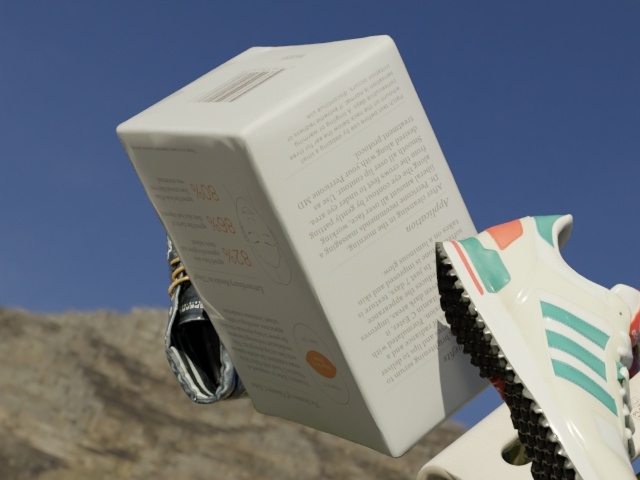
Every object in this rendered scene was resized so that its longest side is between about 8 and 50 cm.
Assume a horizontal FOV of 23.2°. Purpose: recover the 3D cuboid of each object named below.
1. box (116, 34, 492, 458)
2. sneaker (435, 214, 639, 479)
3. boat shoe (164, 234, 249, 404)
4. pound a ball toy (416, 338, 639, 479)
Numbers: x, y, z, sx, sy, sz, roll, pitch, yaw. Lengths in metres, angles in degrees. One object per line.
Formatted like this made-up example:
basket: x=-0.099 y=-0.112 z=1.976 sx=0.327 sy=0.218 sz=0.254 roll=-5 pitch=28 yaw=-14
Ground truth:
box: x=0.000 y=0.000 z=0.741 sx=0.130 sy=0.091 sz=0.170 roll=8 pitch=-52 yaw=57
sneaker: x=0.110 y=0.053 z=0.635 sx=0.075 sy=0.161 sz=0.057 roll=-22 pitch=-32 yaw=-10
boat shoe: x=-0.083 y=0.028 z=1.129 sx=0.065 sy=0.183 sz=0.083 roll=-18 pitch=-4 yaw=19
pound a ball toy: x=0.207 y=0.105 z=1.126 sx=0.136 sy=0.319 sz=0.208 roll=27 pitch=-44 yaw=36
